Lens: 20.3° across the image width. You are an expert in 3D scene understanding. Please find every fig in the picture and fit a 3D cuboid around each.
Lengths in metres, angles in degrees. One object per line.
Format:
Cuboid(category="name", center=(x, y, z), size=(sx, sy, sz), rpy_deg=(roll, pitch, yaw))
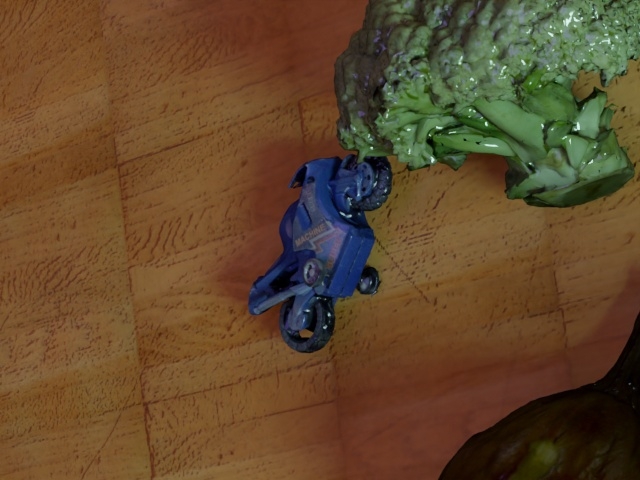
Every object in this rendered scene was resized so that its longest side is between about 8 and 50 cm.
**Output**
Cuboid(category="fig", center=(0.183, 0.162, 1.407), size=(0.191, 0.191, 0.290), rpy_deg=(9, 93, 40))

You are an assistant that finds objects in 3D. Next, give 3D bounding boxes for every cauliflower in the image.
Cuboid(category="cauliflower", center=(0.148, -0.122, 1.448), size=(0.272, 0.275, 0.250), rpy_deg=(-35, 98, 14))

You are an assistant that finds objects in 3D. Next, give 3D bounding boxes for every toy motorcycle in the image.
Cuboid(category="toy motorcycle", center=(0.000, 0.000, 1.637), size=(0.114, 0.076, 0.205), rpy_deg=(39, 112, 44))
